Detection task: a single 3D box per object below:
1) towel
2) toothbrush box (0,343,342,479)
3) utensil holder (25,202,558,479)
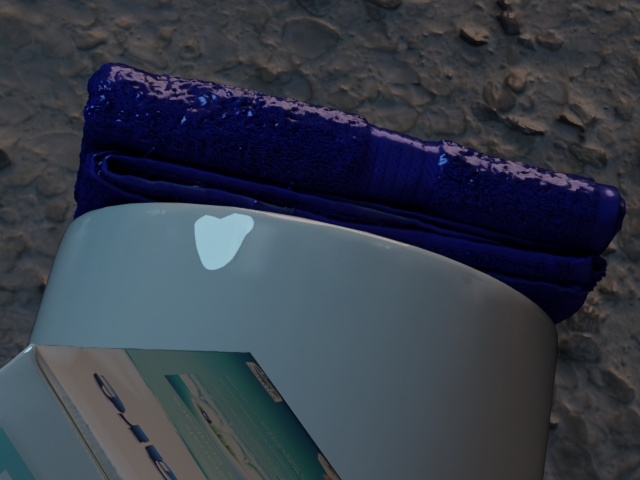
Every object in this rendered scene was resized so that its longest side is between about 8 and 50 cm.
[{"bbox_3d":[0.000,0.000,0.865,0.308,0.076,0.228,14,-24,-7],"label":"towel"},{"bbox_3d":[-0.100,0.147,0.486,0.126,0.216,0.295,53,4,7],"label":"toothbrush box"},{"bbox_3d":[-0.048,0.209,0.803,0.327,0.385,0.327,11,-16,3],"label":"utensil holder"}]
